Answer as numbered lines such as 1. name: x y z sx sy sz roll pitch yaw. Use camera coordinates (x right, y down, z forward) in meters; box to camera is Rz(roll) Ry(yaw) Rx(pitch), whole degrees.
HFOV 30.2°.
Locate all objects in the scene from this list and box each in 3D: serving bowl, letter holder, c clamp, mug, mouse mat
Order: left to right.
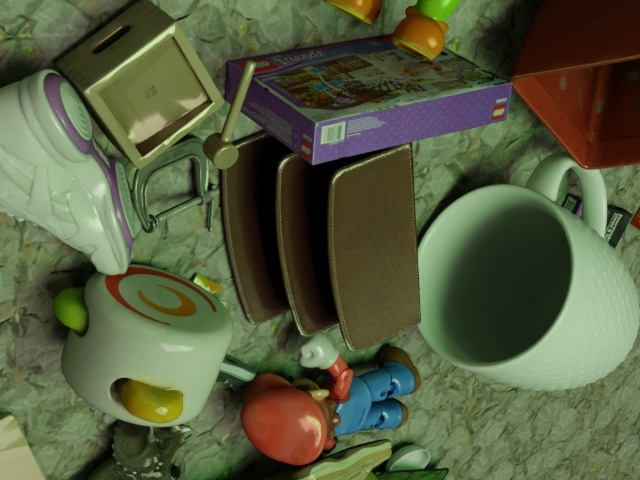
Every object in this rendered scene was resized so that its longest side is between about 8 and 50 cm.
1. c clamp: -0.174 -0.055 1.453 0.161 0.022 0.137 -24 126 -53
2. letter holder: 0.000 0.000 1.569 0.214 0.152 0.302 -24 130 -22
3. mouse mat: 0.124 0.447 2.046 0.190 0.007 0.152 7 125 -40
4. serving bowl: 0.144 0.374 2.013 0.083 0.027 0.083 -20 138 -19
5. mug: 0.350 0.047 1.812 0.328 0.276 0.374 24 79 -48

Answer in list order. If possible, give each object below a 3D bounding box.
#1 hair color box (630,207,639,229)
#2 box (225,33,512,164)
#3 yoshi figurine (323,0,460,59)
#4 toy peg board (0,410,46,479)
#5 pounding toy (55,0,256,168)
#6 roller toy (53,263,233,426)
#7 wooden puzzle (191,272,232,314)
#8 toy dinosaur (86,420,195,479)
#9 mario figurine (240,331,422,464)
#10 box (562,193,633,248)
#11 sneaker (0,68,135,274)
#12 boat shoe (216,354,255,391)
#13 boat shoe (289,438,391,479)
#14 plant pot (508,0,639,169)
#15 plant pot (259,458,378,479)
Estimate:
1. hair color box: 0.610 -0.072 2.077 0.072 0.043 0.141 19 106 -44
2. box: 0.059 -0.182 1.455 0.293 0.201 0.057 -15 125 -30
3. yoshi figurine: 0.156 -0.405 1.394 0.203 0.203 0.362 26 97 -38
4. toy peg board: -0.439 0.308 1.495 0.161 0.079 0.160 -29 117 -21
5. pounding toy: -0.168 -0.170 1.360 0.181 0.094 0.206 -39 135 -10
6. roller toy: -0.212 0.133 1.455 0.191 0.209 0.146 -12 129 -58
7. wooden puzzle: -0.157 0.108 1.583 0.078 0.014 0.116 20 83 -30
8. toy dinosaur: -0.272 0.353 1.638 0.160 0.121 0.313 36 98 -34
9. mario figurine: -0.002 0.226 1.769 0.320 0.170 0.198 -4 85 -48
10. box: 0.447 -0.011 1.999 0.162 0.029 0.116 9 112 -43
11. sneaker: -0.305 -0.065 1.338 0.152 0.114 0.305 -15 138 5
12. boat shoe: -0.144 0.178 1.646 0.040 0.049 0.142 -53 138 4
13. boat shoe: 0.037 0.347 1.755 0.190 0.072 0.068 -13 169 -39
14. plant pot: 0.447 -0.274 1.643 0.267 0.267 0.235 37 56 -46
15. plant pot: -0.037 0.458 1.796 0.293 0.275 0.274 -33 136 -38
